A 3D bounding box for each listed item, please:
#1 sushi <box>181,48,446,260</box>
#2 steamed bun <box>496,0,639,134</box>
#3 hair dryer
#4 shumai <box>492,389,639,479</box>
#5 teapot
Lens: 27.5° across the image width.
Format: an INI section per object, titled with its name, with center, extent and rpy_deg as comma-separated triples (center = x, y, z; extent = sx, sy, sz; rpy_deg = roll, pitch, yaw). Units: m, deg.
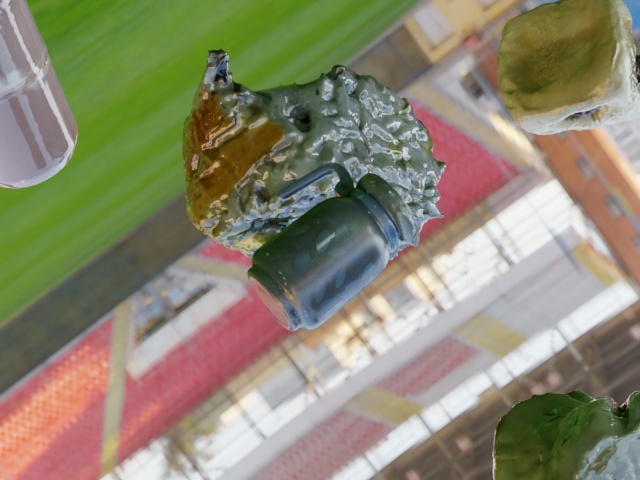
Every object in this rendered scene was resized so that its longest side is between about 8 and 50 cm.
[sushi]
center = -0.014, -0.058, 1.164
extent = 0.184, 0.139, 0.274
rpy_deg = -27, 153, 35
[steamed bun]
center = 0.304, -0.184, 1.470
extent = 0.155, 0.141, 0.172
rpy_deg = 18, 159, -42
[hair dryer]
center = -0.362, -0.068, 1.065
extent = 0.344, 0.106, 0.189
rpy_deg = -40, 141, -24
[shumai]
center = 0.363, 0.301, 1.695
extent = 0.304, 0.309, 0.263
rpy_deg = -1, -160, -26
[teapot]
center = 0.002, 0.004, 0.660
extent = 0.083, 0.049, 0.063
rpy_deg = -38, -143, -15
